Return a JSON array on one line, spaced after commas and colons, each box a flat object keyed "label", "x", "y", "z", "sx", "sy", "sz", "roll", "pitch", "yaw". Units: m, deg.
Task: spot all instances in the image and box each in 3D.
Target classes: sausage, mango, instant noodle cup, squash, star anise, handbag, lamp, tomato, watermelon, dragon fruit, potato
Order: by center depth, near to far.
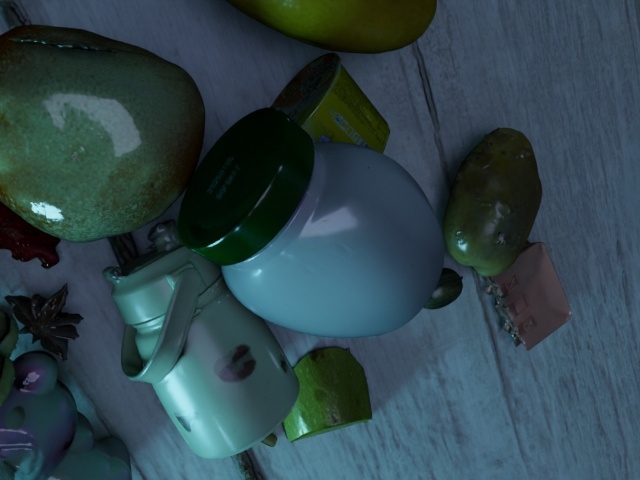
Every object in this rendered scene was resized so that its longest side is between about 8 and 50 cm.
[{"label": "tomato", "x": -0.315, "y": -0.151, "z": 0.663, "sx": 0.303, "sy": 0.239, "sz": 0.304, "roll": -3, "pitch": 100, "yaw": -15}, {"label": "lamp", "x": -0.430, "y": 0.337, "z": 0.708, "sx": 0.247, "sy": 0.247, "sz": 0.301, "roll": -33, "pitch": 116, "yaw": -9}, {"label": "mango", "x": -0.011, "y": -0.439, "z": 0.728, "sx": 0.444, "sy": 0.220, "sz": 0.302, "roll": 22, "pitch": 62, "yaw": -26}, {"label": "dragon fruit", "x": -0.457, "y": -0.006, "z": 0.731, "sx": 0.097, "sy": 0.063, "sz": 0.132, "roll": -27, "pitch": 107, "yaw": -13}, {"label": "star anise", "x": -0.429, "y": 0.137, "z": 0.771, "sx": 0.124, "sy": 0.056, "sz": 0.129, "roll": -11, "pitch": 108, "yaw": 8}, {"label": "instant noodle cup", "x": 0.011, "y": -0.182, "z": 0.803, "sx": 0.153, "sy": 0.205, "sz": 0.205, "roll": 34, "pitch": 87, "yaw": -28}, {"label": "sausage", "x": -0.138, "y": 0.357, "z": 0.925, "sx": 0.132, "sy": 0.024, "sz": 0.024, "roll": 37, "pitch": 86, "yaw": -22}, {"label": "squash", "x": 0.021, "y": 0.307, "z": 0.941, "sx": 0.191, "sy": 0.085, "sz": 0.184, "roll": -10, "pitch": 103, "yaw": -19}, {"label": "potato", "x": 0.344, "y": -0.075, "z": 0.964, "sx": 0.191, "sy": 0.141, "sz": 0.297, "roll": 8, "pitch": 94, "yaw": -22}, {"label": "watermelon", "x": 0.240, "y": 0.096, "z": 0.989, "sx": 0.110, "sy": 0.078, "sz": 0.078, "roll": -21, "pitch": 105, "yaw": -16}, {"label": "handbag", "x": 0.454, "y": 0.119, "z": 1.077, "sx": 0.157, "sy": 0.059, "sz": 0.213, "roll": -33, "pitch": 107, "yaw": -13}]

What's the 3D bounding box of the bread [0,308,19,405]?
[{"label": "bread", "x": -0.526, "y": 0.171, "z": 0.660, "sx": 0.286, "sy": 0.208, "sz": 0.056, "roll": -5, "pitch": 135, "yaw": 10}]

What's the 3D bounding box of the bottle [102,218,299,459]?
[{"label": "bottle", "x": -0.201, "y": 0.147, "z": 0.767, "sx": 0.229, "sy": 0.229, "sz": 0.352, "roll": -30, "pitch": 107, "yaw": -13}]

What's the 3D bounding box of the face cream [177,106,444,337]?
[{"label": "face cream", "x": 0.000, "y": 0.000, "z": 0.707, "sx": 0.312, "sy": 0.220, "sz": 0.357, "roll": -36, "pitch": 131, "yaw": 23}]
